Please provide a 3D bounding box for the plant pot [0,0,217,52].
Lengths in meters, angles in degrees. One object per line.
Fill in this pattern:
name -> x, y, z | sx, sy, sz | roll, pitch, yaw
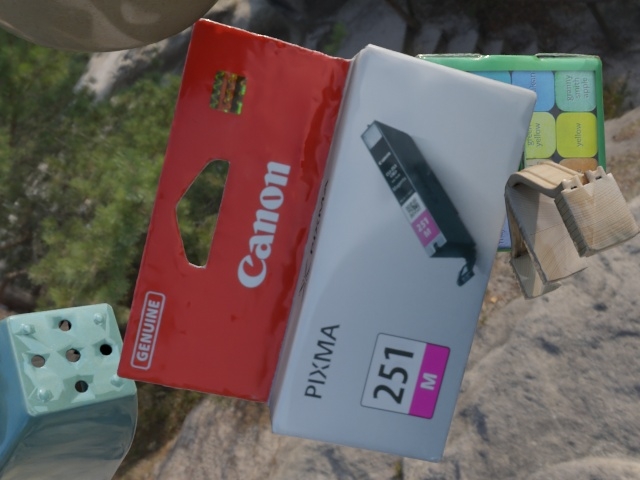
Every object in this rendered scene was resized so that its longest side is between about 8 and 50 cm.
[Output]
plant pot -> -0.127, -0.213, 0.359 | 0.284, 0.191, 0.284 | 1, 49, -1

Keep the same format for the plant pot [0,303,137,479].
plant pot -> -0.295, 0.174, 0.749 | 0.234, 0.166, 0.165 | -47, 58, 44

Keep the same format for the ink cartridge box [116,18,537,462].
ink cartridge box -> 0.000, 0.000, 0.492 | 0.060, 0.239, 0.275 | -141, 64, -79

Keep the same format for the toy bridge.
toy bridge -> 0.125, -0.008, 0.389 | 0.026, 0.188, 0.063 | -22, 77, 3

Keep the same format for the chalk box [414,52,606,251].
chalk box -> 0.160, -0.077, 0.683 | 0.289, 0.179, 0.180 | -164, 72, -83
